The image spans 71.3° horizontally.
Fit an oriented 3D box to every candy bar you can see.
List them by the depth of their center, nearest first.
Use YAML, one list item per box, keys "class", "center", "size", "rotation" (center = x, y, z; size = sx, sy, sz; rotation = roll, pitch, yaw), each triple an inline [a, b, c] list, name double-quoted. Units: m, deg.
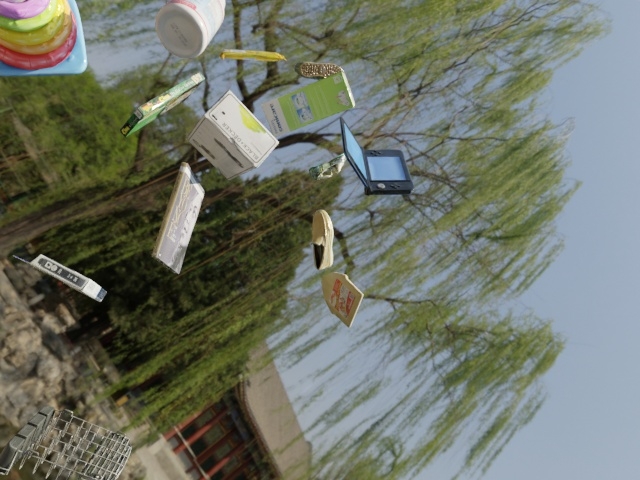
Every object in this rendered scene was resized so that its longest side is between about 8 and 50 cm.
- class: "candy bar"
  center: [-0.163, -0.444, 1.071]
  size: [0.040, 0.161, 0.018]
  rotation: [-112, -157, -50]

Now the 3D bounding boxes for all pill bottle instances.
- class: "pill bottle"
  center: [-0.220, -0.393, 0.780]
  size: [0.087, 0.160, 0.087]
  rotation: [5, -43, 4]

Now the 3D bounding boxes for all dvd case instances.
- class: "dvd case"
  center: [-0.323, -0.046, 1.032]
  size: [0.018, 0.222, 0.164]
  rotation: [11, -17, 2]

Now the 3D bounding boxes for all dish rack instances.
- class: "dish rack"
  center: [-0.624, 0.526, 1.119]
  size: [0.271, 0.074, 0.208]
  rotation: [26, 6, -9]

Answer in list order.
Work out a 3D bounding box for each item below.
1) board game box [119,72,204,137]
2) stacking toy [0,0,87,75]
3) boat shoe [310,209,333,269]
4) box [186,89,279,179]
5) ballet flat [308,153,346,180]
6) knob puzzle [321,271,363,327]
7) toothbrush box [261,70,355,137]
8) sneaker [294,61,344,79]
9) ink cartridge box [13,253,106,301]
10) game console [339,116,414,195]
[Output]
- class: "board game box"
  center: [-0.448, -0.390, 1.274]
  size: [0.136, 0.260, 0.030]
  rotation: [-20, -65, 42]
- class: "stacking toy"
  center: [-0.483, -0.387, 0.705]
  size: [0.301, 0.175, 0.166]
  rotation: [1, -79, 66]
- class: "boat shoe"
  center: [0.000, 0.000, 1.401]
  size: [0.068, 0.072, 0.190]
  rotation: [-3, -82, 35]
- class: "box"
  center: [-0.233, -0.255, 1.141]
  size: [0.169, 0.087, 0.290]
  rotation: [45, -16, -17]
- class: "ballet flat"
  center: [0.041, -0.291, 1.799]
  size: [0.070, 0.188, 0.070]
  rotation: [52, -22, 30]
- class: "knob puzzle"
  center: [0.073, 0.197, 1.646]
  size: [0.213, 0.029, 0.213]
  rotation: [22, -59, 44]
- class: "toothbrush box"
  center: [-0.034, -0.461, 1.511]
  size: [0.206, 0.283, 0.122]
  rotation: [-73, 142, -70]
- class: "sneaker"
  center: [-0.009, -0.618, 1.625]
  size: [0.086, 0.192, 0.064]
  rotation: [35, -58, 49]
- class: "ink cartridge box"
  center: [-0.749, 0.101, 1.304]
  size: [0.208, 0.045, 0.206]
  rotation: [28, -20, -4]
- class: "game console"
  center: [0.197, -0.307, 1.587]
  size: [0.293, 0.249, 0.174]
  rotation: [-92, -179, -49]
